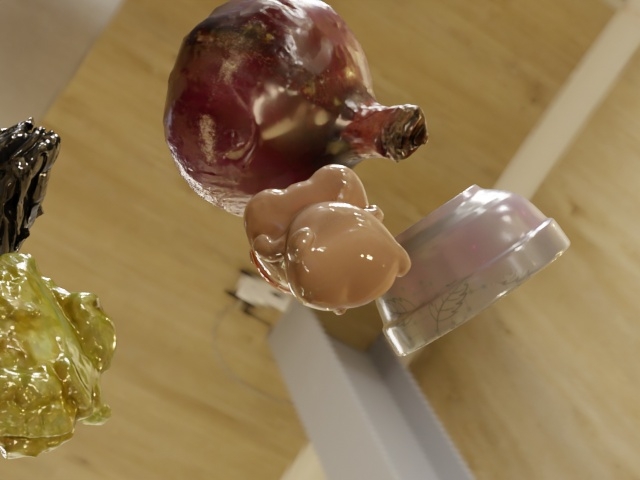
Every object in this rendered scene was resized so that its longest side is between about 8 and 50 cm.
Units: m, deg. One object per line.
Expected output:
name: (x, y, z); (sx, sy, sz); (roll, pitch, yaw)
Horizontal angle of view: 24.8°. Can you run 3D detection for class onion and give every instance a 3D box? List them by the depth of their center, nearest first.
onion: (-0.026, -0.184, 2.055); (0.385, 0.348, 0.348); (14, -110, 27)

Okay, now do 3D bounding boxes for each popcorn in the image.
popcorn: (-0.356, 0.130, 1.645); (0.195, 0.255, 0.256); (-56, -138, 22)

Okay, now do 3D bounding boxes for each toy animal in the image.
toy animal: (0.000, 0.000, 1.732); (0.171, 0.171, 0.197); (-59, -152, 2)

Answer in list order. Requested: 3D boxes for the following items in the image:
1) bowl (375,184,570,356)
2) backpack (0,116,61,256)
bowl: (0.186, 0.024, 1.998); (0.287, 0.144, 0.287); (-34, 178, -1)
backpack: (-0.401, -0.047, 1.795); (0.258, 0.133, 0.206); (-56, -173, 43)
